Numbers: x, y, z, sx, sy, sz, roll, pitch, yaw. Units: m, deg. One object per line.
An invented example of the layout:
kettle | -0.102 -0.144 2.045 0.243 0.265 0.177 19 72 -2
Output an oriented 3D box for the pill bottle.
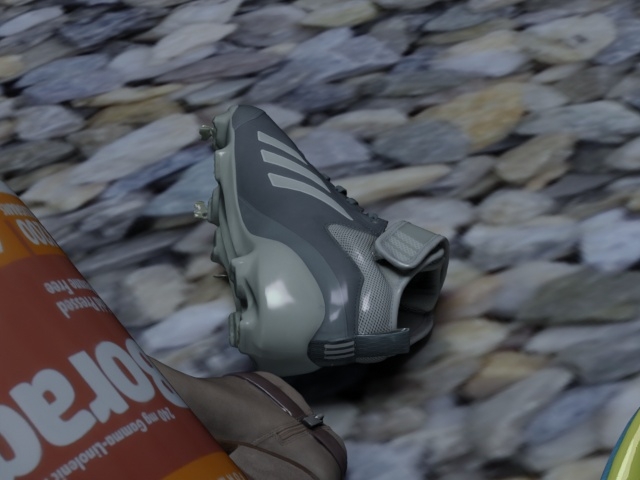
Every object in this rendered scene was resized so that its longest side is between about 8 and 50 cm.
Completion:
pill bottle | -0.080 0.094 0.525 0.121 0.121 0.216 -34 77 -34

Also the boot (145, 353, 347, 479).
boot | -0.043 0.067 0.678 0.118 0.042 0.087 46 26 9

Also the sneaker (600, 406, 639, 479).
sneaker | 0.182 0.077 0.468 0.127 0.208 0.319 13 37 37

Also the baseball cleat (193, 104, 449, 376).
baseball cleat | 0.000 0.000 0.817 0.109 0.072 0.206 0 34 -8
